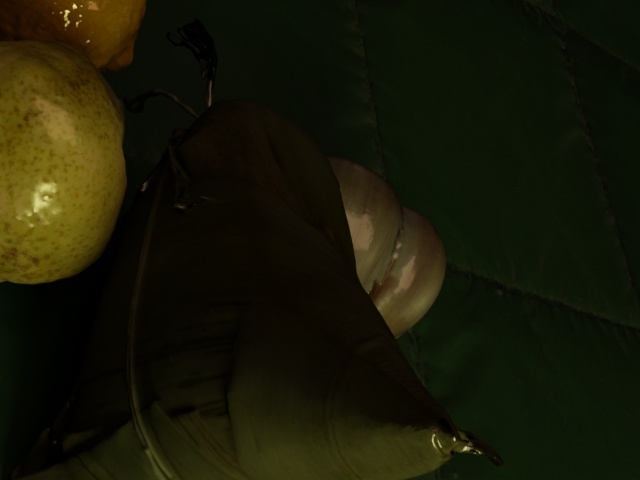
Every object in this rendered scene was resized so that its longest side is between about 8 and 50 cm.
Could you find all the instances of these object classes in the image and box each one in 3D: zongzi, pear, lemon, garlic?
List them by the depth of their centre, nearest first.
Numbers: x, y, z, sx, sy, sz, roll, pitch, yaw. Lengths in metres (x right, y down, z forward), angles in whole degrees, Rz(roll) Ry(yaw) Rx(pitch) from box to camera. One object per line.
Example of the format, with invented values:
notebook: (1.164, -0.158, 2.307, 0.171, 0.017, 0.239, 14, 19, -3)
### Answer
zongzi: (-0.013, -0.006, 0.909, 0.181, 0.418, 0.447, 27, 58, -27)
pear: (-0.209, -0.053, 0.939, 0.178, 0.178, 0.178, 30, 45, -35)
lemon: (-0.221, -0.200, 1.049, 0.187, 0.142, 0.142, 35, 41, -15)
garlic: (0.000, 0.000, 1.156, 0.214, 0.160, 0.191, 45, 33, -24)
